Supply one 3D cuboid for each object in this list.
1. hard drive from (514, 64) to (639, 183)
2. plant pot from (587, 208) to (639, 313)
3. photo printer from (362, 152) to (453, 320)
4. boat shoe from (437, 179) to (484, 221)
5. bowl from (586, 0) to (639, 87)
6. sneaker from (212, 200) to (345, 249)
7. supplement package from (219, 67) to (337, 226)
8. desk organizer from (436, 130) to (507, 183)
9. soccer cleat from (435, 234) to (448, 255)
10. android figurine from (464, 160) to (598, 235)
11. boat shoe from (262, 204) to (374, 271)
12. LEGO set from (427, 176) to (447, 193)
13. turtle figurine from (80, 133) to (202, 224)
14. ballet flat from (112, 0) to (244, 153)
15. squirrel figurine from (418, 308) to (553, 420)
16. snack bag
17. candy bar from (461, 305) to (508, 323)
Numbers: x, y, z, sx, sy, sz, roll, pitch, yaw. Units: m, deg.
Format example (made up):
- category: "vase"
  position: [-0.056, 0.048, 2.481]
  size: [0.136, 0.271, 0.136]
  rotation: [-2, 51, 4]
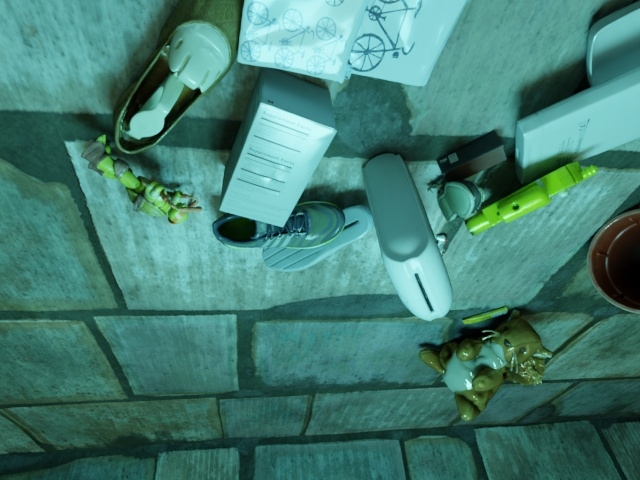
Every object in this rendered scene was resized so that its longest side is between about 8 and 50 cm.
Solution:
- category: "hard drive"
  position: [0.563, -0.239, 0.787]
  size: [0.353, 0.047, 0.233]
  rotation: [-22, 156, 18]
- category: "plant pot"
  position: [0.930, 0.068, 1.096]
  size: [0.265, 0.272, 0.272]
  rotation: [9, 137, -30]
- category: "photo printer"
  position: [0.186, 0.002, 0.859]
  size: [0.107, 0.307, 0.256]
  rotation: [-20, 137, 14]
- category: "boat shoe"
  position: [0.312, -0.093, 0.884]
  size: [0.069, 0.081, 0.228]
  rotation: [-24, 175, 4]
- category: "bowl"
  position: [0.531, -0.344, 0.707]
  size: [0.142, 0.053, 0.142]
  rotation: [-23, 136, 16]
- category: "sneaker"
  position: [-0.095, -0.026, 0.890]
  size: [0.300, 0.110, 0.121]
  rotation: [-8, -178, 7]
- category: "supplement package"
  position: [-0.086, -0.165, 0.757]
  size: [0.134, 0.139, 0.244]
  rotation: [15, 135, -21]
- category: "desk organizer"
  position: [0.324, -0.173, 0.876]
  size: [0.130, 0.047, 0.050]
  rotation: [-25, 141, 22]
- category: "soccer cleat"
  position: [0.321, 0.016, 1.109]
  size: [0.036, 0.029, 0.083]
  rotation: [3, 135, 1]
- category: "android figurine"
  position: [0.462, -0.091, 0.903]
  size: [0.273, 0.056, 0.248]
  rotation: [-30, 170, 28]
- category: "boat shoe"
  position: [0.000, 0.000, 0.988]
  size: [0.303, 0.109, 0.094]
  rotation: [-20, 176, 23]
- category: "LEGO set"
  position: [0.282, -0.132, 0.940]
  size: [0.083, 0.023, 0.054]
  rotation: [-8, 155, -23]
- category: "turtle figurine"
  position: [-0.336, -0.096, 0.785]
  size: [0.217, 0.269, 0.087]
  rotation: [38, 88, -12]
- category: "ballet flat"
  position: [-0.231, -0.253, 0.647]
  size: [0.343, 0.124, 0.116]
  rotation: [-33, 132, 27]
- category: "squirrel figurine"
  position: [0.643, 0.418, 1.483]
  size: [0.397, 0.281, 0.370]
  rotation: [10, 128, -39]
- category: "snack bag"
  position: [0.074, -0.367, 0.568]
  size: [0.343, 0.037, 0.323]
  rotation: [4, 140, -19]
- category: "candy bar"
  position: [0.581, 0.265, 1.434]
  size: [0.162, 0.018, 0.040]
  rotation: [-22, 140, 16]
